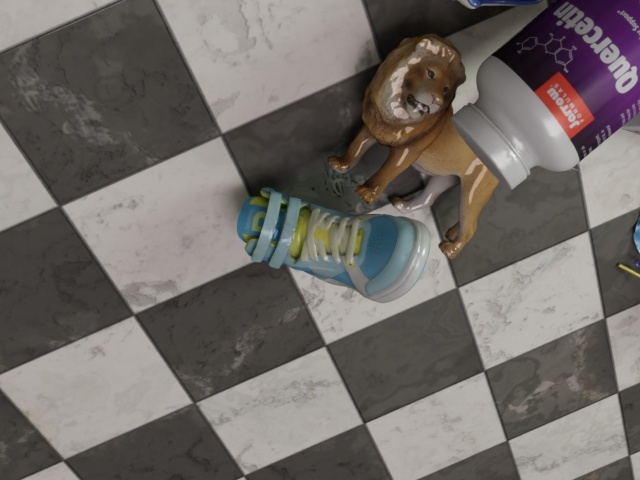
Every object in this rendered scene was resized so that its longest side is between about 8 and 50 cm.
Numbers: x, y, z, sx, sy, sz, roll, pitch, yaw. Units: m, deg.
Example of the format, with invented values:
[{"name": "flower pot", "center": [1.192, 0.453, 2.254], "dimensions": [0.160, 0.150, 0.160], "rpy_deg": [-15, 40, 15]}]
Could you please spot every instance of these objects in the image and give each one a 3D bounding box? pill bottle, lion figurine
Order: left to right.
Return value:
[{"name": "lion figurine", "center": [0.173, -0.136, 1.514], "dimensions": [0.240, 0.142, 0.392], "rpy_deg": [-47, 143, 11]}, {"name": "pill bottle", "center": [0.331, -0.215, 1.331], "dimensions": [0.323, 0.181, 0.181], "rpy_deg": [-41, 131, 4]}]

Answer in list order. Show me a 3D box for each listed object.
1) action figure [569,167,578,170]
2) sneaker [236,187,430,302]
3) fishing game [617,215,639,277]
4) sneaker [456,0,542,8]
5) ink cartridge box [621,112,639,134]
[{"name": "action figure", "center": [0.377, -0.212, 1.534], "dimensions": [0.185, 0.099, 0.285], "rpy_deg": [17, 126, -39]}, {"name": "sneaker", "center": [0.000, 0.000, 1.457], "dimensions": [0.208, 0.319, 0.127], "rpy_deg": [20, 79, -25]}, {"name": "fishing game", "center": [0.643, -0.010, 1.799], "dimensions": [0.189, 0.041, 0.264], "rpy_deg": [30, 126, -12]}, {"name": "sneaker", "center": [0.291, -0.355, 1.350], "dimensions": [0.296, 0.131, 0.112], "rpy_deg": [-15, 131, -9]}, {"name": "ink cartridge box", "center": [0.618, -0.192, 1.547], "dimensions": [0.278, 0.201, 0.117], "rpy_deg": [12, 89, -29]}]
